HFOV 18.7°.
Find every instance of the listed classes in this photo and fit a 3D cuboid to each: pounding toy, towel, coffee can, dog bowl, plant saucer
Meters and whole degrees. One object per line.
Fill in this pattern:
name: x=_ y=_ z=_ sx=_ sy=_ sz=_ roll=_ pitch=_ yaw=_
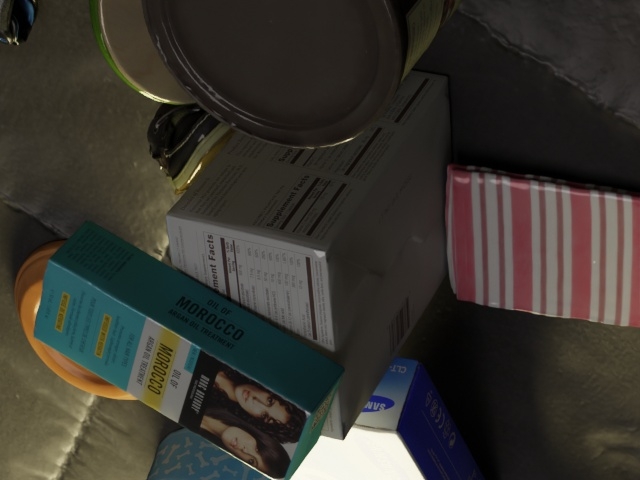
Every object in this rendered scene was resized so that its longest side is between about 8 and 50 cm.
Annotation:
pounding toy: x=-0.142 y=-0.235 z=1.632 sx=0.110 sy=0.183 sz=0.237 roll=21 pitch=139 yaw=51
towel: x=0.205 y=0.003 z=1.689 sx=0.197 sy=0.029 sz=0.144 roll=9 pitch=130 yaw=17
coffee can: x=0.019 y=-0.224 z=1.446 sx=0.201 sy=0.275 sz=0.202 roll=15 pitch=131 yaw=19
dog bowl: x=-0.081 y=0.336 z=2.090 sx=0.166 sy=0.074 sz=0.297 roll=-23 pitch=110 yaw=40
plant saucer: x=-0.234 y=0.091 z=2.011 sx=0.200 sy=0.037 sz=0.200 roll=16 pitch=131 yaw=20

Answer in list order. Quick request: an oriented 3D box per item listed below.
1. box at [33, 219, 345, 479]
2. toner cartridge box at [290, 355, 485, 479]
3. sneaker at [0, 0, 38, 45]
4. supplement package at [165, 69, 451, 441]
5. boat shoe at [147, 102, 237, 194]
box: x=-0.108 y=0.090 z=1.551 sx=0.244 sy=0.060 sz=0.100 roll=29 pitch=136 yaw=10
toner cartridge box: x=0.053 y=0.209 z=1.819 sx=0.165 sy=0.075 sz=0.348 roll=7 pitch=152 yaw=24
sneaker: x=-0.333 y=-0.199 z=1.808 sx=0.121 sy=0.079 sz=0.217 roll=35 pitch=133 yaw=3
supplement package: x=0.000 y=0.000 z=1.643 sx=0.145 sy=0.262 sz=0.204 roll=13 pitch=130 yaw=22
boat shoe: x=-0.119 y=-0.091 z=1.719 sx=0.073 sy=0.080 sz=0.223 roll=49 pitch=170 yaw=-2
